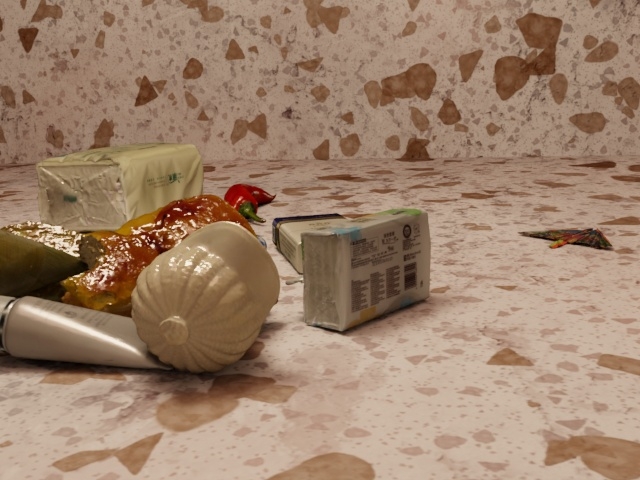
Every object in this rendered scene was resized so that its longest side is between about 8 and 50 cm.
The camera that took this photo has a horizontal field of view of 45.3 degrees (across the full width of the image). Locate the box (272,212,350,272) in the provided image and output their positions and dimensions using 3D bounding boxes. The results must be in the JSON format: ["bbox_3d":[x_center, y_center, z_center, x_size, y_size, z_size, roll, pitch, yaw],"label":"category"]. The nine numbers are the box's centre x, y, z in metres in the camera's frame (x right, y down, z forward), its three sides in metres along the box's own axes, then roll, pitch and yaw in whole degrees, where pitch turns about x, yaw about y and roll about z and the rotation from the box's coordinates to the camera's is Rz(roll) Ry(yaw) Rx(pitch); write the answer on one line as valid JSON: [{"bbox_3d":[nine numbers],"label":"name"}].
[{"bbox_3d":[0.000,0.000,1.643,0.168,0.071,0.259,-5,13,-13],"label":"box"}]

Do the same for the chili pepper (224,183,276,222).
[{"bbox_3d":[-0.201,-0.116,2.154,0.137,0.092,0.368,9,16,-1],"label":"chili pepper"}]

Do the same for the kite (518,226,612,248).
[{"bbox_3d":[0.552,-0.006,1.707,0.183,0.014,0.241,-18,20,-42],"label":"kite"}]

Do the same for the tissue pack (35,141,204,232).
[{"bbox_3d":[-0.530,-0.150,2.080,0.297,0.207,0.380,2,13,26],"label":"tissue pack"}]

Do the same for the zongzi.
[{"bbox_3d":[-0.548,0.091,1.170,0.360,0.160,0.323,14,37,-17],"label":"zongzi"}]

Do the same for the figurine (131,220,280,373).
[{"bbox_3d":[-0.160,0.095,1.125,0.185,0.205,0.332,22,-12,2],"label":"figurine"}]

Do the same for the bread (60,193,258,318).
[{"bbox_3d":[-0.283,0.023,1.323,0.185,0.109,0.380,45,41,19],"label":"bread"}]

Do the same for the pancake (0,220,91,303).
[{"bbox_3d":[-0.488,0.064,1.345,0.376,0.054,0.197,12,51,-2],"label":"pancake"}]

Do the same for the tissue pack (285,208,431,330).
[{"bbox_3d":[0.061,0.038,1.272,0.145,0.159,0.229,9,17,42],"label":"tissue pack"}]

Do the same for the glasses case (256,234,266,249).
[{"bbox_3d":[-0.243,0.035,1.518,0.125,0.076,0.327,11,19,37],"label":"glasses case"}]

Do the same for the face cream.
[{"bbox_3d":[-0.350,0.135,1.114,0.314,0.089,0.143,6,13,2],"label":"face cream"}]
